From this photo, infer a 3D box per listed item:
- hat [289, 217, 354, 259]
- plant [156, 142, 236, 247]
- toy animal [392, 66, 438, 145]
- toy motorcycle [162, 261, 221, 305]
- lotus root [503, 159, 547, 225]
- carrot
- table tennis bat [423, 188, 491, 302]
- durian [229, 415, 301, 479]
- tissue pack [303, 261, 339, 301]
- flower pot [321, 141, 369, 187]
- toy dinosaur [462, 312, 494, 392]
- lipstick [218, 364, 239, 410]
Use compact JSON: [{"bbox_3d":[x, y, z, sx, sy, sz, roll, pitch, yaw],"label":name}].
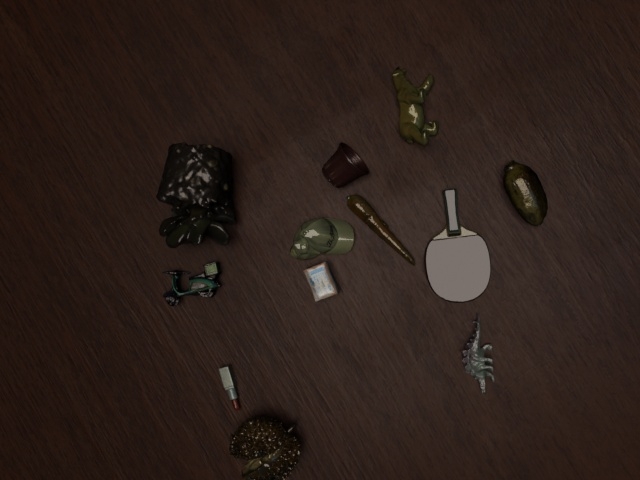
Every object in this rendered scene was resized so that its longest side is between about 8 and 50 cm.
[{"bbox_3d":[0.005,0.000,1.769,0.166,0.081,0.122,8,95,-2],"label":"hat"},{"bbox_3d":[-0.329,-0.113,1.753,0.199,0.188,0.275,5,92,9],"label":"plant"},{"bbox_3d":[0.238,-0.350,1.724,0.101,0.103,0.218,-4,95,32],"label":"toy animal"},{"bbox_3d":[-0.356,0.119,1.831,0.173,0.058,0.100,-13,82,7],"label":"toy motorcycle"},{"bbox_3d":[0.522,-0.121,1.679,0.081,0.089,0.179,-27,92,51],"label":"lotus root"},{"bbox_3d":[0.162,-0.028,1.758,0.049,0.049,0.254,-43,88,7],"label":"carrot"},{"bbox_3d":[0.352,0.015,1.741,0.174,0.022,0.300,-7,91,9],"label":"table tennis bat"},{"bbox_3d":[-0.141,0.551,1.772,0.196,0.167,0.195,-3,101,-16],"label":"durian"},{"bbox_3d":[0.001,0.108,1.776,0.074,0.059,0.094,-21,89,6],"label":"tissue pack"},{"bbox_3d":[0.058,-0.188,1.744,0.089,0.111,0.111,-40,86,20],"label":"flower pot"},{"bbox_3d":[0.409,0.294,1.731,0.082,0.039,0.208,-2,90,10],"label":"toy dinosaur"},{"bbox_3d":[-0.246,0.409,1.833,0.030,0.030,0.129,-17,88,8],"label":"lipstick"}]
